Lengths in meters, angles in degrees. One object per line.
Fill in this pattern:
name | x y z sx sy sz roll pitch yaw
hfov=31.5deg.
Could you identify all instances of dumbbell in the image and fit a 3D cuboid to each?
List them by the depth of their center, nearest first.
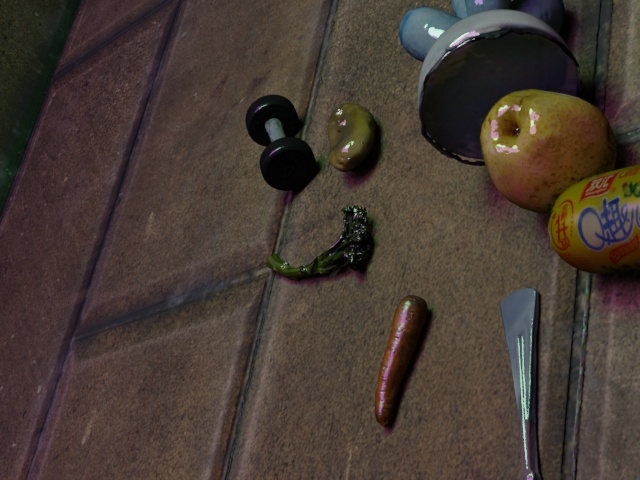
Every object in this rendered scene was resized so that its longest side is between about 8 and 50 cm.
dumbbell | -0.074 -0.179 2.066 0.100 0.100 0.191 -45 34 18

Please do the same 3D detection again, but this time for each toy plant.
toy plant | 0.239 -0.295 1.643 0.247 0.247 0.332 -38 33 28

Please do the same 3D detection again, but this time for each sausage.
sausage | 0.399 -0.033 1.286 0.347 0.123 0.123 -14 53 49

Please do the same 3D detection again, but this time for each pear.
pear | 0.290 -0.122 1.469 0.178 0.178 0.178 -33 40 33

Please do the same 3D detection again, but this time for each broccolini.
broccolini | -0.006 0.002 1.872 0.271 0.062 0.123 -10 46 53

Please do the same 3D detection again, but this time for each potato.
potato | 0.053 -0.173 1.917 0.091 0.070 0.138 -30 43 34

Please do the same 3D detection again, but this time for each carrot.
carrot | 0.107 0.166 1.584 0.047 0.047 0.191 -4 61 52

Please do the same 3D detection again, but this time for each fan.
fan | 0.255 0.176 1.397 0.057 0.023 0.282 -24 44 29
